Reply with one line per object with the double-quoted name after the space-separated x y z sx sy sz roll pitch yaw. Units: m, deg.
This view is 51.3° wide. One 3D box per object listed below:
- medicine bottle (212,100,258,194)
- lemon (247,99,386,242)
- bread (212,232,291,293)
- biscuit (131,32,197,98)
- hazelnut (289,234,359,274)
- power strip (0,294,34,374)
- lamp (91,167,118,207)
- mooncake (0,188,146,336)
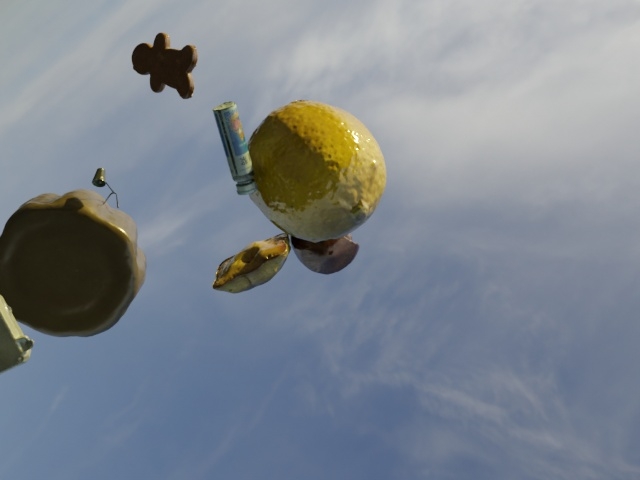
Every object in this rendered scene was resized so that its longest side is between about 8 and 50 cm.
-0.176 -0.189 1.384 0.051 0.191 0.051 -10 -153 5 "medicine bottle"
-0.014 -0.157 1.527 0.336 0.336 0.336 -28 -141 25 "lemon"
-0.179 0.068 1.819 0.233 0.088 0.161 -30 -152 14 "bread"
-0.361 -0.408 1.543 0.205 0.031 0.138 19 -70 30 "biscuit"
0.004 -0.001 1.866 0.170 0.202 0.160 -20 -160 46 "hazelnut"
-0.571 0.179 0.995 0.270 0.118 0.046 -25 -167 -11 "power strip"
-0.530 -0.134 1.644 0.041 0.121 0.054 -3 -124 -1 "lamp"
-0.636 0.052 1.714 0.378 0.378 0.201 -41 -163 7 "mooncake"
